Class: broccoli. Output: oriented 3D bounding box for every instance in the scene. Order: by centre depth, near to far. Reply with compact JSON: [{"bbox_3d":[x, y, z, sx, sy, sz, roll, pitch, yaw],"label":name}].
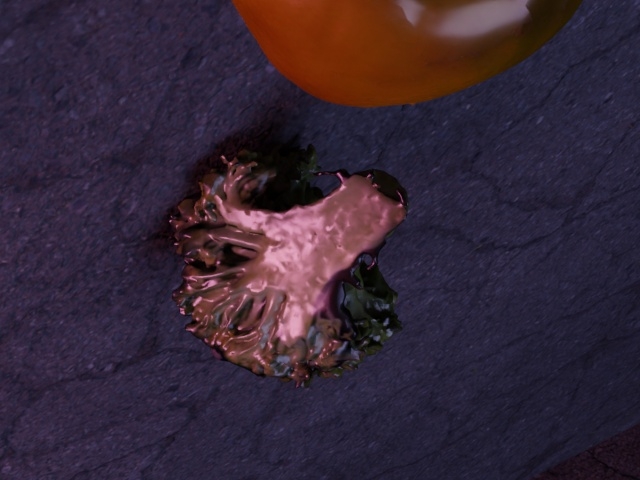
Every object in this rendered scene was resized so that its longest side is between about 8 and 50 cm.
[{"bbox_3d":[-0.003,0.003,1.632,0.273,0.242,0.180,-40,178,24],"label":"broccoli"}]

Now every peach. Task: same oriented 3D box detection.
[{"bbox_3d":[0.053,-0.235,1.207,0.289,0.289,0.308,-32,-166,-9],"label":"peach"}]
